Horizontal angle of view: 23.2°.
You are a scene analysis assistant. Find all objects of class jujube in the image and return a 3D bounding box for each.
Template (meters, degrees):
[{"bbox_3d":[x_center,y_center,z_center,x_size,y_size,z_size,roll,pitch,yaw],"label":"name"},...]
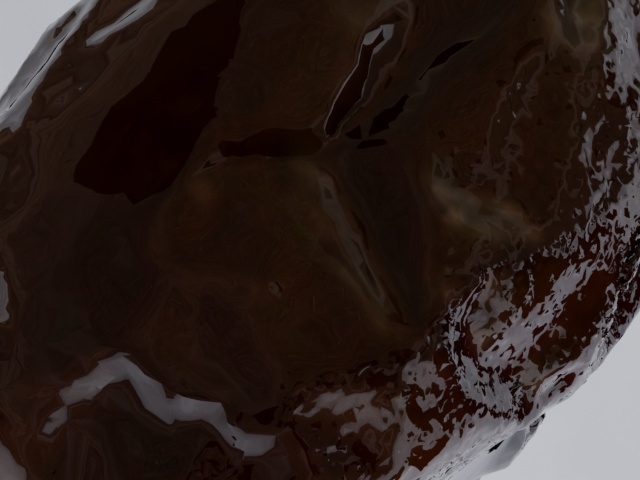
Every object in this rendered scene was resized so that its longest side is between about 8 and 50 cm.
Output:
[{"bbox_3d":[0.001,-0.002,0.637,0.276,0.276,0.377,21,-121,23],"label":"jujube"}]
